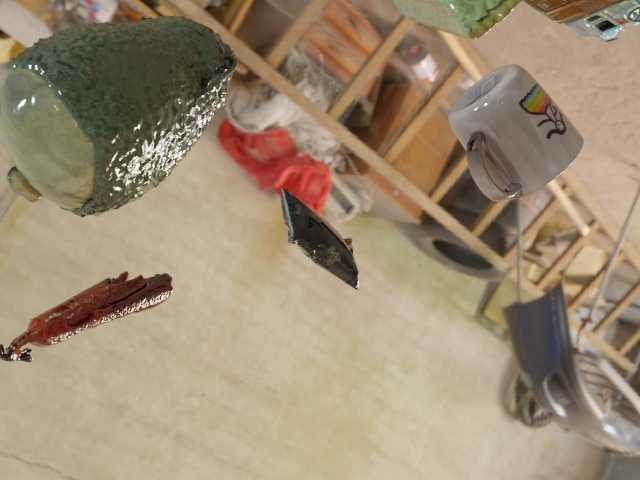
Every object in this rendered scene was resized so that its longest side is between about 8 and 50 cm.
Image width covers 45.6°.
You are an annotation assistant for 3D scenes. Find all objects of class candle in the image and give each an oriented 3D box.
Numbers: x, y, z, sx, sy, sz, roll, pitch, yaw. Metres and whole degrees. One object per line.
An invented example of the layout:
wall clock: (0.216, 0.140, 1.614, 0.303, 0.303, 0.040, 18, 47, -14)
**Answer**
candle: (-0.327, 0.104, 1.083, 0.084, 0.059, 0.302, 15, -156, 27)

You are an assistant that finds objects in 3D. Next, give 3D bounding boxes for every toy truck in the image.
toy truck: (0.413, -0.433, 1.232, 0.305, 0.136, 0.162, 13, 158, -40)

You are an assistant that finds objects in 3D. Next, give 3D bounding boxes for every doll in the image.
doll: (-0.272, -0.186, 1.023, 0.247, 0.349, 0.247, 25, 138, 26)

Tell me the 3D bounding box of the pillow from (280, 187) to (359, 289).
pillow: (-0.001, 0.001, 0.997, 0.150, 0.048, 0.090, 37, -166, -42)

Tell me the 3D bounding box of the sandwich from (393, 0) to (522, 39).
sandwich: (0.106, -0.239, 0.621, 0.220, 0.186, 0.108, -22, 117, 39)

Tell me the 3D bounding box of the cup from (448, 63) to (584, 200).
cup: (0.349, -0.194, 1.446, 0.200, 0.253, 0.191, 48, 146, -15)
